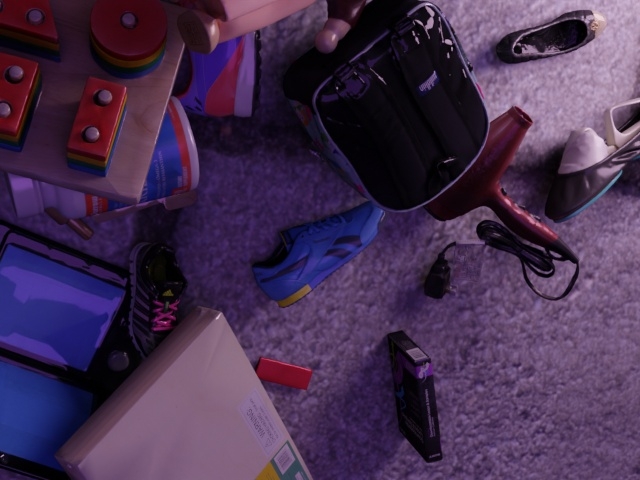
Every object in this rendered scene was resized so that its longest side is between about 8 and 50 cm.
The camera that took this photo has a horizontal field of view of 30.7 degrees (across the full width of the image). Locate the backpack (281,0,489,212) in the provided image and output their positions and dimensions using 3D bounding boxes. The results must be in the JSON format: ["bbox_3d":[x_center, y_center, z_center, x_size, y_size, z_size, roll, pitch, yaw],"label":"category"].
[{"bbox_3d":[0.088,-0.172,1.509,0.225,0.191,0.253,-41,120,-6],"label":"backpack"}]

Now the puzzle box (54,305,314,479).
[{"bbox_3d":[-0.151,0.323,1.536,0.272,0.052,0.408,-48,130,-31],"label":"puzzle box"}]

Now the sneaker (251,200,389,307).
[{"bbox_3d":[0.000,0.000,1.596,0.209,0.069,0.082,-38,109,-5],"label":"sneaker"}]

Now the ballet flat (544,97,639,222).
[{"bbox_3d":[0.416,-0.137,1.695,0.280,0.095,0.096,-35,103,-18],"label":"ballet flat"}]

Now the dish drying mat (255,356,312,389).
[{"bbox_3d":[-0.053,0.189,1.662,0.083,0.008,0.032,17,98,-21],"label":"dish drying mat"}]

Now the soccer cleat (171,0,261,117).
[{"bbox_3d":[-0.131,-0.311,1.451,0.117,0.108,0.318,0,104,-5],"label":"soccer cleat"}]

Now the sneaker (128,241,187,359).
[{"bbox_3d":[-0.206,0.079,1.501,0.063,0.075,0.170,1,77,-33],"label":"sneaker"}]

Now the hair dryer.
[{"bbox_3d":[0.252,-0.052,1.643,0.224,0.080,0.293,-2,118,-1],"label":"hair dryer"}]

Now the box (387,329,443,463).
[{"bbox_3d":[0.135,0.223,1.677,0.029,0.116,0.162,-14,108,-13],"label":"box"}]

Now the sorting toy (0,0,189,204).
[{"bbox_3d":[-0.299,-0.201,1.331,0.257,0.089,0.255,15,70,-5],"label":"sorting toy"}]

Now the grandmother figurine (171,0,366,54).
[{"bbox_3d":[-0.012,-0.325,1.378,0.342,0.104,0.207,-29,116,-24],"label":"grandmother figurine"}]

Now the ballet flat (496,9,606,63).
[{"bbox_3d":[0.329,-0.282,1.640,0.173,0.049,0.057,-20,111,-13],"label":"ballet flat"}]

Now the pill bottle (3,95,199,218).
[{"bbox_3d":[-0.269,-0.095,1.417,0.222,0.124,0.124,-16,109,-16],"label":"pill bottle"}]

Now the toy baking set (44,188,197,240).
[{"bbox_3d":[-0.281,-0.101,1.492,0.197,0.030,0.256,-42,113,-4],"label":"toy baking set"}]

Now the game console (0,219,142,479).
[{"bbox_3d":[-0.352,0.141,1.457,0.293,0.173,0.250,24,96,-24],"label":"game console"}]
